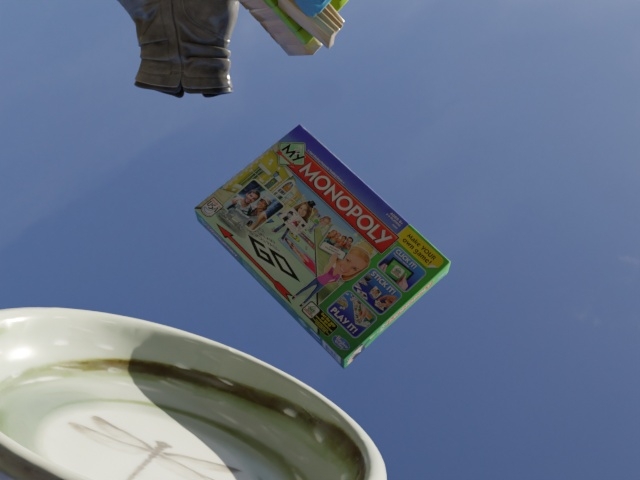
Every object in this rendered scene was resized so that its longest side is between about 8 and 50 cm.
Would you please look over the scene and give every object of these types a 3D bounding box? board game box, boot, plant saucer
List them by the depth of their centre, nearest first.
[{"bbox_3d":[-0.144,0.178,0.770,0.400,0.400,0.100,26,-79,42],"label":"plant saucer"},{"bbox_3d":[0.000,0.000,1.283,0.213,0.046,0.317,-41,-109,-16],"label":"board game box"},{"bbox_3d":[-0.307,-0.372,1.546,0.338,0.222,0.118,13,-167,11],"label":"boot"}]

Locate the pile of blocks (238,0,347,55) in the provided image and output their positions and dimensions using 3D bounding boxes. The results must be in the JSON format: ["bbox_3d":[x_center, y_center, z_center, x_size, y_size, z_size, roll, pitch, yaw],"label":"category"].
[{"bbox_3d":[-0.006,-0.327,1.031,0.149,0.362,0.112,41,-98,0],"label":"pile of blocks"}]
